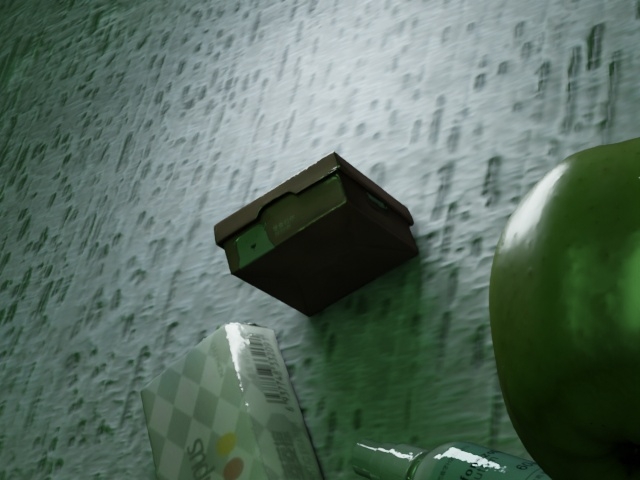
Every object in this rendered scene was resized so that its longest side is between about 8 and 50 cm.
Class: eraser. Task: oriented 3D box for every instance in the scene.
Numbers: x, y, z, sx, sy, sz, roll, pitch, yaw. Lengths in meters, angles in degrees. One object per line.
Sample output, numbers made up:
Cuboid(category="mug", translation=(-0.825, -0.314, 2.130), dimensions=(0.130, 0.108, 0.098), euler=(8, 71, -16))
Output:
Cuboid(category="eraser", translation=(-0.119, 0.297, 1.569), dimensions=(0.213, 0.082, 0.397), euler=(-39, 39, 12))

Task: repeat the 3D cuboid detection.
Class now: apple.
Cuboid(category="apple", translation=(0.333, 0.079, 1.122), dimensions=(0.357, 0.357, 0.357), euler=(-25, 44, 27))

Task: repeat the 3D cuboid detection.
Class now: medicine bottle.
Cuboid(category="medicine bottle", translation=(0.170, 0.284, 1.284), dimensions=(0.352, 0.110, 0.110), euler=(8, 64, 46))

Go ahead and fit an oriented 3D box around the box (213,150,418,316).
Cuboid(category="box", translation=(0.000, 0.000, 1.609), dimensions=(0.215, 0.215, 0.086), euler=(-30, 55, 20))
